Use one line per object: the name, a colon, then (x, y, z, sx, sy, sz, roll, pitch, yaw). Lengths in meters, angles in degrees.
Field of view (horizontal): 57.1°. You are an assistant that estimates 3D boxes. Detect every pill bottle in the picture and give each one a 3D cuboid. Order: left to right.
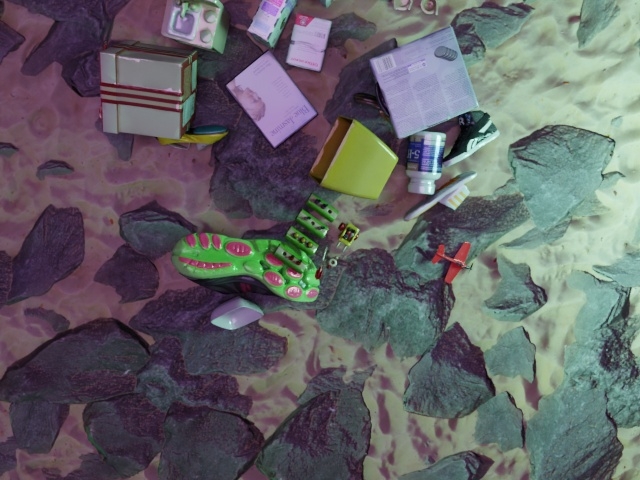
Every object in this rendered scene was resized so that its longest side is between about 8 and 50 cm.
pill bottle: (0.320, -0.240, 1.813, 0.112, 0.112, 0.186, 5, 99, 0)

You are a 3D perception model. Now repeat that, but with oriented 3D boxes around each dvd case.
dvd case: (-0.153, -0.437, 1.835, 0.180, 0.022, 0.253, -38, 97, 6)

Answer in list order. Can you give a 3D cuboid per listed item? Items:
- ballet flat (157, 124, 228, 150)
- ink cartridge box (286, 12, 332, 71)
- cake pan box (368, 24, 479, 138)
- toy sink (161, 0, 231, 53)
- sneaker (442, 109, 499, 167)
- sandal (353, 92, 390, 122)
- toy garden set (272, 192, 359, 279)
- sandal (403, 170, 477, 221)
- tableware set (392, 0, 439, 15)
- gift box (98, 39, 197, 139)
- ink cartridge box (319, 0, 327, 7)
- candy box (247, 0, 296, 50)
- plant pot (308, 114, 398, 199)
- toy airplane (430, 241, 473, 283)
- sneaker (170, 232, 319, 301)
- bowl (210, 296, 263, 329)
ballet flat: (-0.400, -0.321, 1.841, 0.231, 0.077, 0.077, 3, 120, 3)
ink cartridge box: (-0.035, -0.596, 1.786, 0.109, 0.063, 0.150, 13, 100, -1)
cake pan box: (0.293, -0.450, 1.703, 0.267, 0.070, 0.245, -23, 96, 4)
toy sink: (-0.363, -0.629, 1.701, 0.153, 0.234, 0.131, 14, 99, -2)
sneaker: (0.435, -0.321, 1.802, 0.217, 0.079, 0.121, -33, 94, -18)
sandal: (0.203, -0.395, 1.806, 0.219, 0.090, 0.060, 15, 116, -3)
toy garden set: (0.000, 0.000, 1.833, 0.204, 0.049, 0.244, 36, 69, -14)
sandal: (0.385, -0.121, 1.844, 0.265, 0.102, 0.076, -35, 98, 15)
tableware set: (0.298, -0.759, 1.775, 0.169, 0.020, 0.141, 8, 100, -1)
gift box: (-0.510, -0.442, 1.733, 0.258, 0.276, 0.255, 7, 113, -4)
ink cartridge box: (0.043, -0.848, 1.676, 0.270, 0.198, 0.197, -44, 97, 8)
candy box: (-0.131, -0.673, 1.724, 0.070, 0.165, 0.196, 28, 98, -3)
plant pot: (0.108, -0.237, 1.781, 0.187, 0.212, 0.212, 25, 99, -16)
toy airplane: (0.424, 0.062, 1.902, 0.151, 0.028, 0.151, 0, 101, 1)
sneaker: (-0.229, 0.087, 1.859, 0.483, 0.202, 0.185, 16, 71, -17)
bowl: (-0.272, 0.231, 1.896, 0.142, 0.142, 0.053, -27, 60, 16)
